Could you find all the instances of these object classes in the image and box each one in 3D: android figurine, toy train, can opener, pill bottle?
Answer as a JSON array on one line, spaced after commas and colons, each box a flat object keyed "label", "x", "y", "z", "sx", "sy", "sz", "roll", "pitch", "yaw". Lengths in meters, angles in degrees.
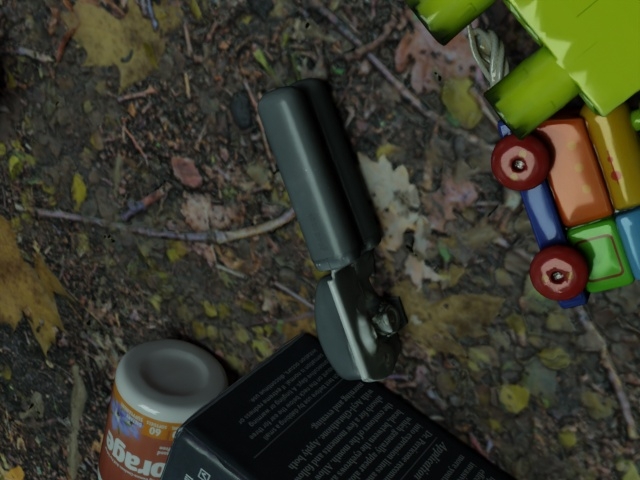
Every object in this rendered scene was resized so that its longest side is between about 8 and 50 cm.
[{"label": "android figurine", "x": 0.196, "y": -0.196, "z": 0.599, "sx": 0.273, "sy": 0.056, "sz": 0.248, "roll": -38, "pitch": 92, "yaw": 15}, {"label": "toy train", "x": 0.199, "y": -0.084, "z": 0.681, "sx": 0.143, "sy": 0.105, "sz": 0.248, "roll": -16, "pitch": 101, "yaw": 26}, {"label": "can opener", "x": 0.000, "y": 0.000, "z": 0.857, "sx": 0.095, "sy": 0.076, "sz": 0.283, "roll": -14, "pitch": 101, "yaw": 36}, {"label": "pill bottle", "x": -0.180, "y": 0.226, "z": 1.043, "sx": 0.121, "sy": 0.121, "sz": 0.216, "roll": 29, "pitch": 123, "yaw": 20}]

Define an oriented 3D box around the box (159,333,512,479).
[{"label": "box", "x": 0.039, "y": 0.338, "z": 0.892, "sx": 0.395, "sy": 0.212, "sz": 0.293, "roll": 35, "pitch": 125, "yaw": 17}]
